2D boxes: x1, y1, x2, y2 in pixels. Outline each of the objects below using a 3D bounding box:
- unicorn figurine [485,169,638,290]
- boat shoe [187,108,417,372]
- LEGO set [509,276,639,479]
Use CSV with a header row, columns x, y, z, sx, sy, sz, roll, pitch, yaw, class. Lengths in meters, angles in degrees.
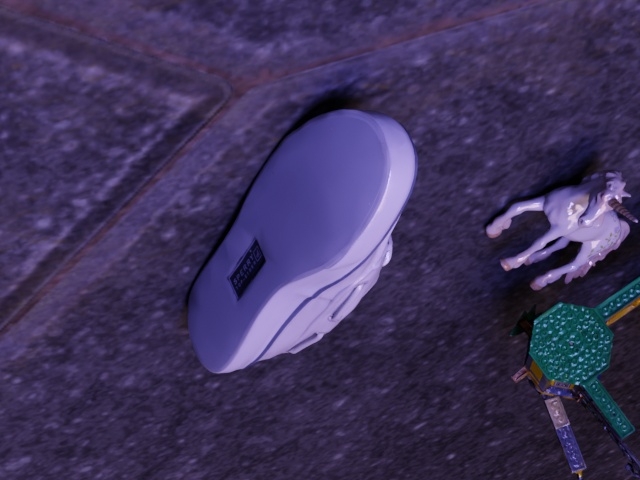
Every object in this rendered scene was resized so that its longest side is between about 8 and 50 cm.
x,y,z,sx,sy,sz,roll,pitch,yaw,class
0.181,-0.011,1.068,0.111,0.060,0.162,-31,168,20,unicorn figurine
0.000,0.000,0.944,0.084,0.095,0.258,-5,156,-34,boat shoe
0.310,0.143,1.149,0.255,0.331,0.192,-43,166,-8,LEGO set
